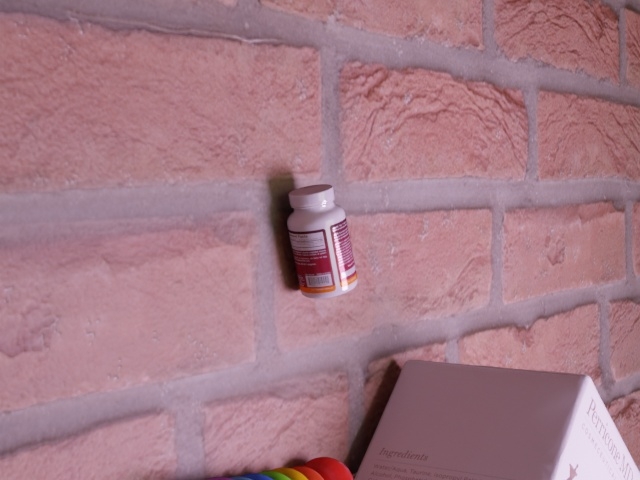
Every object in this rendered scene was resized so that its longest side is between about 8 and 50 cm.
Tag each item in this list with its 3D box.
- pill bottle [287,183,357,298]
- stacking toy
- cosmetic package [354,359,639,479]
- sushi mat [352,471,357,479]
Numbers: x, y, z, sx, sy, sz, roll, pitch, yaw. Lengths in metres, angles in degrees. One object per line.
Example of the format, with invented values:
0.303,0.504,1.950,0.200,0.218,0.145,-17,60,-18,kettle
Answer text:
0.000,0.000,1.485,0.086,0.086,0.152,-27,112,-49,pill bottle
-0.058,0.358,1.390,0.330,0.141,0.141,-5,94,-56,stacking toy
0.260,0.441,1.599,0.329,0.328,0.393,55,49,-37,cosmetic package
0.114,0.427,1.693,0.317,0.019,0.151,-9,97,-51,sushi mat
